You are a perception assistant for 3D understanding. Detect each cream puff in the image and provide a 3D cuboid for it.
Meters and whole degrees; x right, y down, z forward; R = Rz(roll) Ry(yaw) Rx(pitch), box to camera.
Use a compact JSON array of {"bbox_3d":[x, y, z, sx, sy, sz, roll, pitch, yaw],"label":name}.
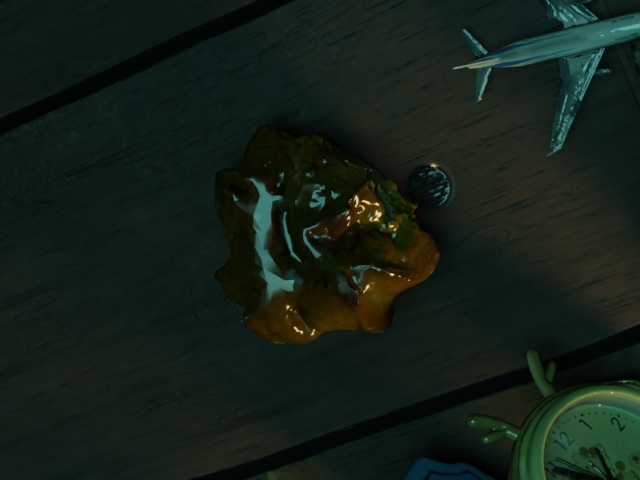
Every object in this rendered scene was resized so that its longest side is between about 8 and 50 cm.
[{"bbox_3d":[0.000,0.000,1.548,0.269,0.155,0.241,9,100,23],"label":"cream puff"}]

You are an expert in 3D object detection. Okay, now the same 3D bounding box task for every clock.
[{"bbox_3d":[0.299,0.257,1.475,0.308,0.235,0.096,43,148,10],"label":"clock"}]

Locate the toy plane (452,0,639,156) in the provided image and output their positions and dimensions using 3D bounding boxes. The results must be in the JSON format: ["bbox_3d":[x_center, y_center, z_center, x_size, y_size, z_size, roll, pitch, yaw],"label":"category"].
[{"bbox_3d":[0.252,-0.206,1.466,0.226,0.058,0.226,-12,94,17],"label":"toy plane"}]

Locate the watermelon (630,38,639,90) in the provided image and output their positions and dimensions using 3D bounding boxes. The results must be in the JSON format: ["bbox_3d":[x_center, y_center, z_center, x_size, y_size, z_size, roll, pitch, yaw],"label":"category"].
[{"bbox_3d":[0.394,-0.043,1.336,0.151,0.264,0.302,-8,107,12],"label":"watermelon"}]

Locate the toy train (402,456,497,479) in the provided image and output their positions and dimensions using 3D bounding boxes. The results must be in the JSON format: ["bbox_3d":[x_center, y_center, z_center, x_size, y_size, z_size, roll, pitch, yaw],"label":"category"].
[{"bbox_3d":[0.181,0.398,1.513,0.300,0.265,0.188,31,125,10],"label":"toy train"}]
